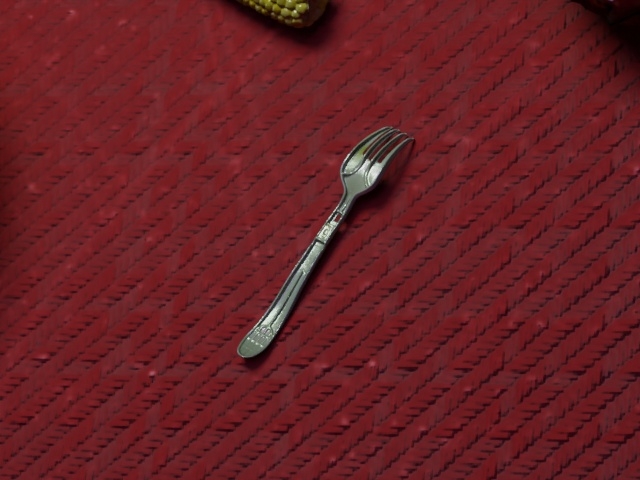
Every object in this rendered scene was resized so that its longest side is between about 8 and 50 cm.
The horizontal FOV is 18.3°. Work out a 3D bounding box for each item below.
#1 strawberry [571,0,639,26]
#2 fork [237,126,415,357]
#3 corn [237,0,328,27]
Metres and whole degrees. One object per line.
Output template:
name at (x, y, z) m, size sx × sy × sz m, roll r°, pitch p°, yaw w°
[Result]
strawberry at (0.280, -0.282, 1.489) m, size 0.261 × 0.258 × 0.261 m, roll 2°, pitch 98°, yaw 17°
fork at (-0.001, -0.002, 1.525) m, size 0.034 × 0.028 × 0.219 m, roll 31°, pitch 78°, yaw 19°
corn at (-0.077, -0.239, 1.622) m, size 0.206 × 0.067 × 0.067 m, roll 35°, pitch 79°, yaw 24°
